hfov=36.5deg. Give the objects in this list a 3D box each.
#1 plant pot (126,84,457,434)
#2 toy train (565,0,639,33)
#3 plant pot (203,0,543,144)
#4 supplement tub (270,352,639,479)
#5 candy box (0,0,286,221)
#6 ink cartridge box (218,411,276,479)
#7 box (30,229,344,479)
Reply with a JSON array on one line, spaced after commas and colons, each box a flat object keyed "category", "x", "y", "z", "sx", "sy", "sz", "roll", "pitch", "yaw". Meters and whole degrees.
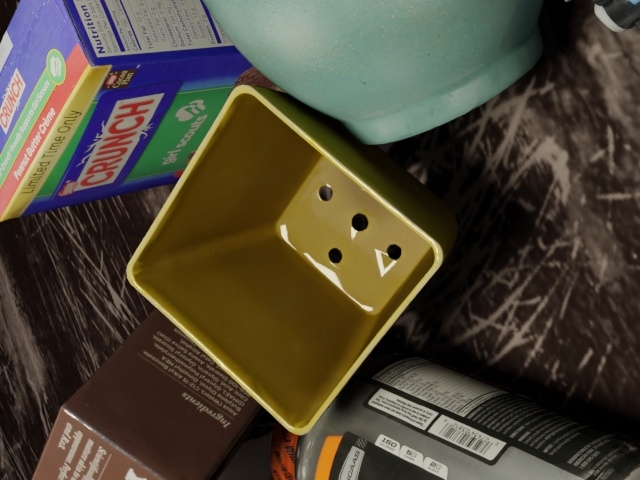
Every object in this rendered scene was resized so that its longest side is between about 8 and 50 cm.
[{"category": "plant pot", "x": 0.000, "y": 0.000, "z": 0.856, "sx": 0.212, "sy": 0.187, "sz": 0.212, "roll": 41, "pitch": 116, "yaw": 12}, {"category": "toy train", "x": 0.249, "y": -0.220, "z": 0.685, "sx": 0.184, "sy": 0.080, "sz": 0.105, "roll": -32, "pitch": 82, "yaw": 48}, {"category": "plant pot", "x": 0.061, "y": -0.201, "z": 0.777, "sx": 0.293, "sy": 0.293, "sz": 0.196, "roll": -5, "pitch": 121, "yaw": 49}, {"category": "supplement tub", "x": 0.123, "y": 0.224, "z": 0.856, "sx": 0.338, "sy": 0.207, "sz": 0.207, "roll": 17, "pitch": 113, "yaw": 46}, {"category": "candy box", "x": -0.163, "y": -0.158, "z": 0.985, "sx": 0.268, "sy": 0.317, "sz": 0.122, "roll": -41, "pitch": 70, "yaw": 47}, {"category": "ink cartridge box", "x": -0.134, "y": 0.317, "z": 1.126, "sx": 0.151, "sy": 0.270, "sz": 0.395, "roll": 22, "pitch": 117, "yaw": 40}, {"category": "box", "x": -0.110, "y": 0.130, "z": 0.951, "sx": 0.143, "sy": 0.381, "sz": 0.191, "roll": 33, "pitch": 130, "yaw": 3}]
